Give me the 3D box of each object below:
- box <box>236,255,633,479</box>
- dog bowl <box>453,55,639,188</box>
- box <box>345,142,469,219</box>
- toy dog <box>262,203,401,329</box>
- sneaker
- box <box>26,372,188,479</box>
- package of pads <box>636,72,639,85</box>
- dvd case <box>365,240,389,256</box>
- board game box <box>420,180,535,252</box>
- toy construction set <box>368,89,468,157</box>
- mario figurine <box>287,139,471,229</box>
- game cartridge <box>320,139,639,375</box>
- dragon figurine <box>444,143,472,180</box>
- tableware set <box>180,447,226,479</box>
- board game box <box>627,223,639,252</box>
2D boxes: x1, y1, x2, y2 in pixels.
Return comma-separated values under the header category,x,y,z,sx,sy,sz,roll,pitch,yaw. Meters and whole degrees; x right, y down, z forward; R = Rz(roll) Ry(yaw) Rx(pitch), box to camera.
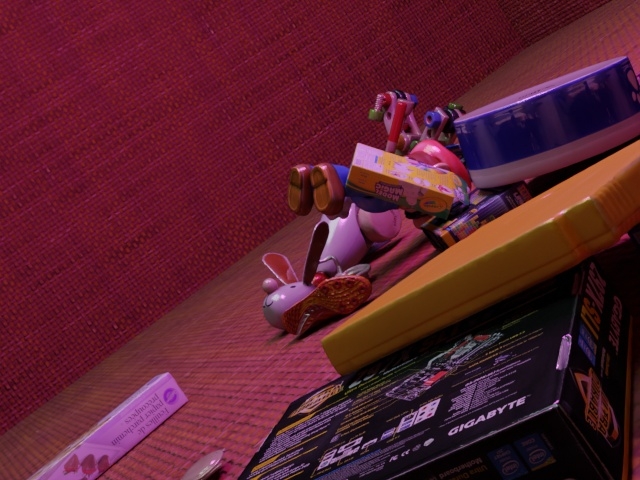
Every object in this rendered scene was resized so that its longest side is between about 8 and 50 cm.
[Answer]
category,x,y,z,sx,sy,sz,roll,pitch,yaw
box,0.071,0.150,0.691,0.322,0.079,0.257,-31,5,26
dog bowl,0.331,-0.170,1.328,0.265,0.104,0.265,-21,7,3
box,0.130,-0.086,1.359,0.105,0.179,0.043,-73,-1,-64
toy dog,0.000,0.000,1.653,0.220,0.161,0.333,-32,10,31
sneaker,0.013,0.092,1.443,0.175,0.064,0.067,-26,0,36
box,-0.361,0.338,1.500,0.324,0.063,0.067,-39,9,-31
package of pads,0.572,-0.289,1.536,0.083,0.032,0.050,-36,4,-14
dvd case,0.098,0.008,1.817,0.087,0.013,0.119,-34,8,5
board game box,0.228,-0.036,1.351,0.141,0.048,0.170,-36,7,0
toy construction set,0.212,-0.223,2.213,0.309,0.257,0.237,-15,-58,-60
mario figurine,0.116,-0.062,1.509,0.321,0.198,0.170,-5,-50,-31
game cartridge,0.188,0.000,0.827,0.285,0.052,0.324,-33,-1,41
dragon figurine,0.297,-0.170,1.795,0.144,0.085,0.289,-35,6,-6
tableware set,-0.160,0.296,1.023,0.141,0.020,0.169,-37,8,-1
board game box,0.383,-0.056,0.802,0.136,0.035,0.201,-40,9,-38
